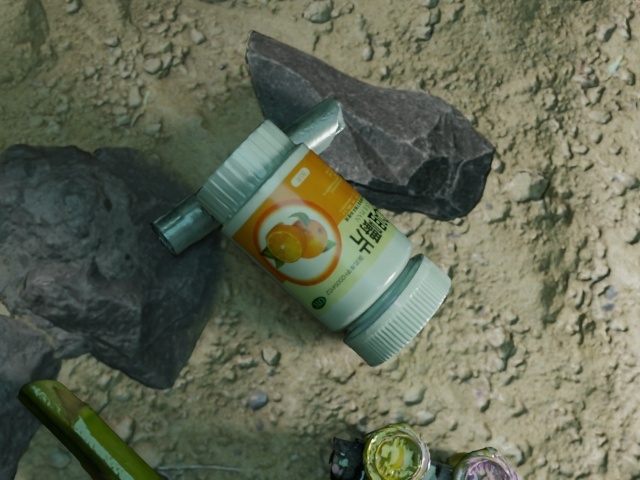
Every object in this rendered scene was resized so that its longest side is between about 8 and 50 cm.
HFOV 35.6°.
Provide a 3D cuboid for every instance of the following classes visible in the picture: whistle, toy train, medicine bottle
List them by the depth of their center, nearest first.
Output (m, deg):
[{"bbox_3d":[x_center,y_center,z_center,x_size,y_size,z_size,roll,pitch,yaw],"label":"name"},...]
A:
[{"bbox_3d":[0.128,0.329,1.226,0.261,0.134,0.177,16,74,1],"label":"toy train"},{"bbox_3d":[0.000,0.000,1.269,0.318,0.158,0.158,42,75,-4],"label":"medicine bottle"},{"bbox_3d":[-0.092,-0.089,1.369,0.312,0.062,0.062,-37,79,-13],"label":"whistle"}]

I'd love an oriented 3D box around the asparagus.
[{"bbox_3d":[-0.270,0.272,1.257,0.278,0.060,0.067,44,95,9],"label":"asparagus"}]
